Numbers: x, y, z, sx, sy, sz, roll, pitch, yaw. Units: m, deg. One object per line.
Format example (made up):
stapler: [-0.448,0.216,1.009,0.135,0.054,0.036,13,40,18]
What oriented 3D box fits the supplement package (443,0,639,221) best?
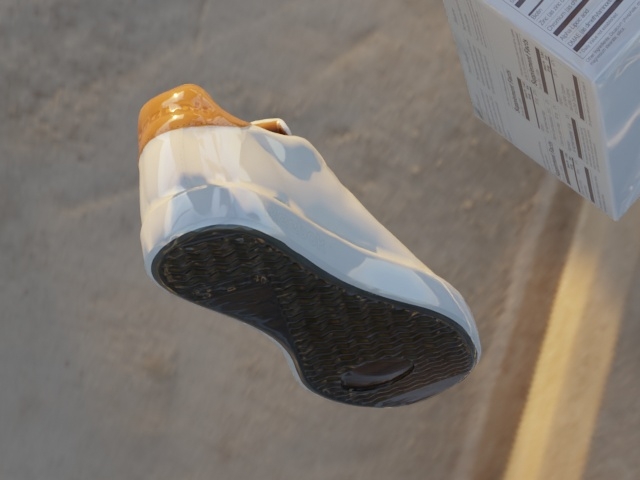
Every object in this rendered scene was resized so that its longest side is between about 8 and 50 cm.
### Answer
supplement package: [0.208,-0.170,1.377,0.145,0.262,0.204,39,83,20]

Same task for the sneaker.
sneaker: [0.000,0.000,1.101,0.106,0.290,0.123,-26,56,18]
